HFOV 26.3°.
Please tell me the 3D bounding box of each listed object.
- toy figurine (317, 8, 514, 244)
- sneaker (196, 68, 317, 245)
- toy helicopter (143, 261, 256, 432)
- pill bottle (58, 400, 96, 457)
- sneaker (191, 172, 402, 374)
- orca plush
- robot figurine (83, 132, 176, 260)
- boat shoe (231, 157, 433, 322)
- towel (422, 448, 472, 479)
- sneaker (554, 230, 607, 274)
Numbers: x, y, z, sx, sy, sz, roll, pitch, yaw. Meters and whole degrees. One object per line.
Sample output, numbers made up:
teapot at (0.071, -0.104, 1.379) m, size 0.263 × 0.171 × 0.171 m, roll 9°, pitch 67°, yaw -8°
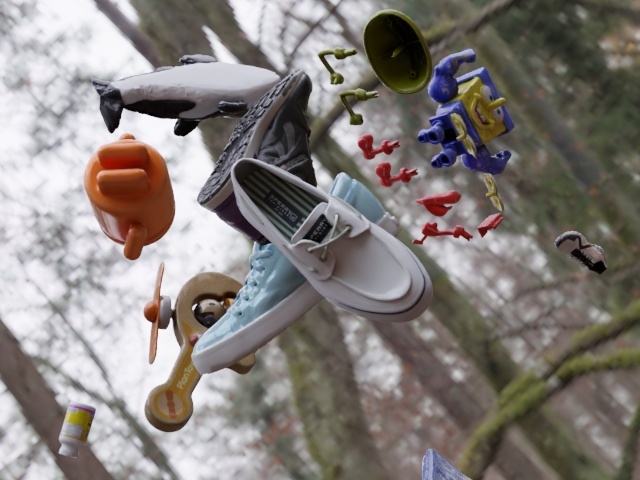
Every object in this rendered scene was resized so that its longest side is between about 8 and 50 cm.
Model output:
toy figurine at (0.185, -0.198, 2.059) m, size 0.191 × 0.363 × 0.217 m, roll -20°, pitch 15°, yaw 43°
sneaker at (-0.057, -0.103, 1.791) m, size 0.107 × 0.124 × 0.283 m, roll -34°, pitch 21°, yaw 44°
toy helicopter at (-0.230, 0.185, 2.414) m, size 0.140 × 0.235 × 0.355 m, roll -57°, pitch 6°, yaw 46°
pill bottle at (-0.383, 0.296, 2.140) m, size 0.043 × 0.043 × 0.083 m, roll 41°, pitch -119°, yaw -60°
sneaker at (-0.063, 0.041, 1.978) m, size 0.366 × 0.150 × 0.135 m, roll -39°, pitch 0°, yaw -16°
orca plush at (-0.188, -0.179, 1.925) m, size 0.287 × 0.151 × 0.102 m, roll -22°, pitch -43°, yaw -44°
robot figurine at (-0.283, -0.066, 2.044) m, size 0.128 × 0.158 × 0.219 m, roll -39°, pitch -19°, yaw -15°
boat shoe at (0.000, 0.000, 1.259) m, size 0.083 × 0.226 × 0.076 m, roll -56°, pitch -25°, yaw -7°
towel at (0.246, 0.415, 1.850) m, size 0.034 × 0.285 × 0.209 m, roll -49°, pitch 9°, yaw 17°
sneaker at (0.421, 0.020, 2.190) m, size 0.109 × 0.044 × 0.040 m, roll 22°, pitch -53°, yaw -30°
